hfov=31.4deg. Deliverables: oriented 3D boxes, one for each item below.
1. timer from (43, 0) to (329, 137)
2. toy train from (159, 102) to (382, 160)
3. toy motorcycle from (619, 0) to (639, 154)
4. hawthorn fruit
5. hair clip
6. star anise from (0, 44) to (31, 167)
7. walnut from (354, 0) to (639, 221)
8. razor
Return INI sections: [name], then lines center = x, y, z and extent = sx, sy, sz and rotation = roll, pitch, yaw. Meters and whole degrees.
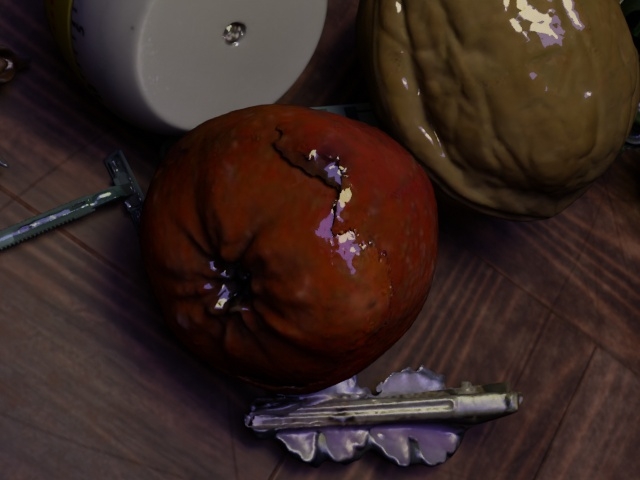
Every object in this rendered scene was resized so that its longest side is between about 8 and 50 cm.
[timer]
center = -0.152, -0.256, 1.092
extent = 0.285, 0.285, 0.285
rotation = 6, 72, -20
[toy train]
center = -0.049, -0.104, 1.174
extent = 0.233, 0.051, 0.052
rotation = -8, 73, -24
[toy motorcycle]
center = 0.334, -0.226, 1.262
extent = 0.127, 0.205, 0.275
rotation = 19, 108, -20
[hawthorn fruit]
center = 0.000, 0.000, 1.061
extent = 0.307, 0.276, 0.276
rotation = -13, 78, -50
[hair clip]
center = 0.064, 0.173, 1.125
extent = 0.292, 0.084, 0.106
rotation = 0, 79, -17
[star anise]
center = -0.415, -0.136, 1.057
extent = 0.227, 0.218, 0.148
rotation = 3, 106, 19
[walnut]
center = 0.176, -0.169, 1.129
extent = 0.252, 0.277, 0.313
rotation = -32, 101, -54
[razor]
center = -0.264, -0.014, 1.070
extent = 0.211, 0.036, 0.084
rotation = -24, 82, -27
